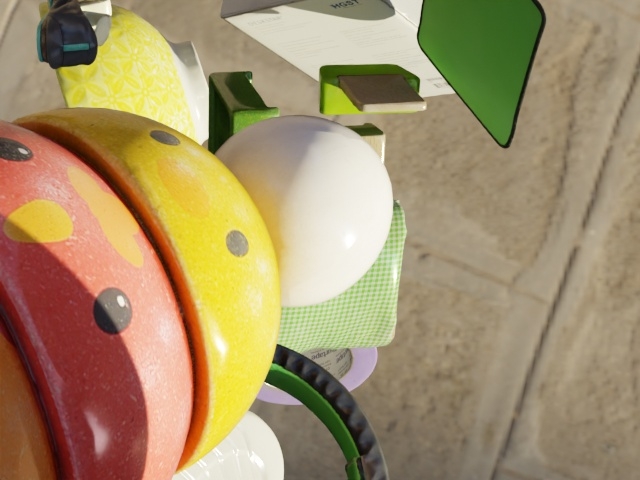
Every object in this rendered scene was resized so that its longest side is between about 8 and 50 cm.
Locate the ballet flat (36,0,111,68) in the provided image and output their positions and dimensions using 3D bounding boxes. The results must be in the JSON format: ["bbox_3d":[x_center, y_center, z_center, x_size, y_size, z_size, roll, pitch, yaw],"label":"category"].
[{"bbox_3d":[-0.244,-0.222,1.341,0.074,0.203,0.074,-3,117,-7],"label":"ballet flat"}]

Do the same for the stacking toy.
[{"bbox_3d":[-0.144,0.033,0.711,0.480,0.351,0.350,-29,102,-38],"label":"stacking toy"}]

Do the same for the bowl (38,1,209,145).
[{"bbox_3d":[-0.207,-0.154,1.545,0.156,0.289,0.289,-17,97,-6],"label":"bowl"}]

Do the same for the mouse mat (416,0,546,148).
[{"bbox_3d":[0.135,-0.184,1.159,0.007,0.189,0.152,-26,63,-18],"label":"mouse mat"}]

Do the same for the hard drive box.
[{"bbox_3d":[0.044,-0.229,1.360,0.232,0.181,0.089,28,65,-48],"label":"hard drive box"}]

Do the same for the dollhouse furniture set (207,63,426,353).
[{"bbox_3d":[0.000,0.000,1.243,0.198,0.151,0.301,-3,113,-13],"label":"dollhouse furniture set"}]

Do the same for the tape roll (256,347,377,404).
[{"bbox_3d":[-0.025,0.125,1.700,0.189,0.189,0.080,14,46,-23],"label":"tape roll"}]

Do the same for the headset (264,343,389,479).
[{"bbox_3d":[-0.149,0.206,0.988,0.394,0.185,0.243,-3,68,-16],"label":"headset"}]

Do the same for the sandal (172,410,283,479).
[{"bbox_3d":[-0.180,0.313,1.341,0.416,0.102,0.169,-48,123,-45],"label":"sandal"}]
